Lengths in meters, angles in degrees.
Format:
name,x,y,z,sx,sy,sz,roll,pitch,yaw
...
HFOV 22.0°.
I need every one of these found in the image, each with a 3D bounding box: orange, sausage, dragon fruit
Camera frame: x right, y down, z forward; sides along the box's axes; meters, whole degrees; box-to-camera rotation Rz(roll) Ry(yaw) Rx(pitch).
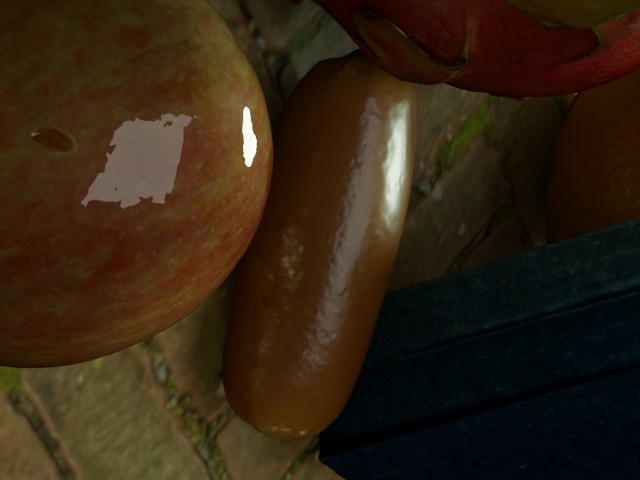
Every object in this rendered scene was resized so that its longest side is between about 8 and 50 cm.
name,x,y,z,sx,sy,sz,roll,pitch,yaw
orange,0.285,-0.033,1.194,0.246,0.246,0.246,-22,119,-46
sausage,0.000,0.000,0.974,0.098,0.098,0.238,10,97,-53
dragon fruit,0.105,-0.189,0.925,0.315,0.250,0.250,-20,118,-50

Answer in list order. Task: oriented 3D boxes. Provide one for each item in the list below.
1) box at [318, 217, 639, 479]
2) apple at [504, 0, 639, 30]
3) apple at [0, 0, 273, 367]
name,x,y,z,sx,sy,sz,roll,pitch,yaw
box,0.177,0.108,1.075,0.261,0.279,0.116,46,34,-48
apple,0.107,-0.253,0.671,0.254,0.179,0.346,103,0,-54
apple,-0.120,-0.038,0.731,0.174,0.188,0.188,-31,127,-25
